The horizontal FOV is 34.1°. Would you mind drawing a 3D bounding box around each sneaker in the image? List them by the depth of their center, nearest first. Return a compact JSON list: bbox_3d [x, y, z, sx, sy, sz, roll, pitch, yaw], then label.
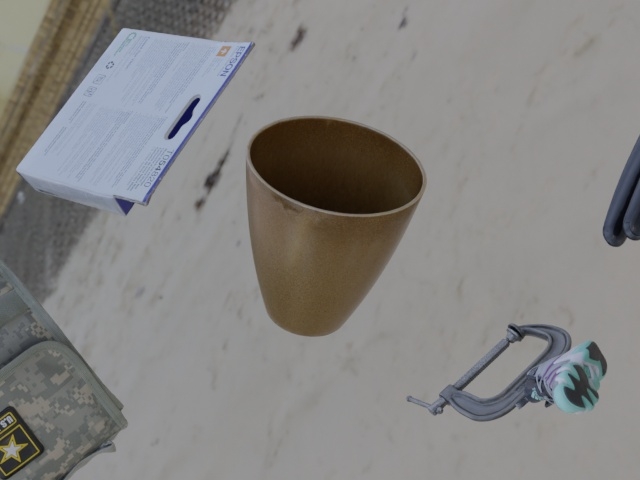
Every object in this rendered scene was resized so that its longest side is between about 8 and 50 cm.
[{"bbox_3d":[0.174,0.114,0.783,0.069,0.038,0.098,-30,-3,30],"label":"sneaker"}]

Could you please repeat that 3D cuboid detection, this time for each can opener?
[{"bbox_3d":[0.269,-0.075,0.835,0.186,0.073,0.059,-64,4,-14],"label":"can opener"}]

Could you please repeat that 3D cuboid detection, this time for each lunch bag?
[{"bbox_3d":[-0.377,0.167,1.118,0.235,0.287,0.169,-39,-12,-18],"label":"lunch bag"}]

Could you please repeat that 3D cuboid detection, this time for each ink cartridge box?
[{"bbox_3d":[-0.194,-0.131,1.137,0.224,0.045,0.223,15,64,39],"label":"ink cartridge box"}]

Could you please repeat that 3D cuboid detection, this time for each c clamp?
[{"bbox_3d":[0.178,0.133,1.085,0.160,0.022,0.137,-37,22,-12],"label":"c clamp"}]

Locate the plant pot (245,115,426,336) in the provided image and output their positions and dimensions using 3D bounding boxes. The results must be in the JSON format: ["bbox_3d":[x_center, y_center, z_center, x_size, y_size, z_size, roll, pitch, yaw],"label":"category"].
[{"bbox_3d":[0.000,0.000,1.415,0.237,0.237,0.254,-91,11,-55],"label":"plant pot"}]
